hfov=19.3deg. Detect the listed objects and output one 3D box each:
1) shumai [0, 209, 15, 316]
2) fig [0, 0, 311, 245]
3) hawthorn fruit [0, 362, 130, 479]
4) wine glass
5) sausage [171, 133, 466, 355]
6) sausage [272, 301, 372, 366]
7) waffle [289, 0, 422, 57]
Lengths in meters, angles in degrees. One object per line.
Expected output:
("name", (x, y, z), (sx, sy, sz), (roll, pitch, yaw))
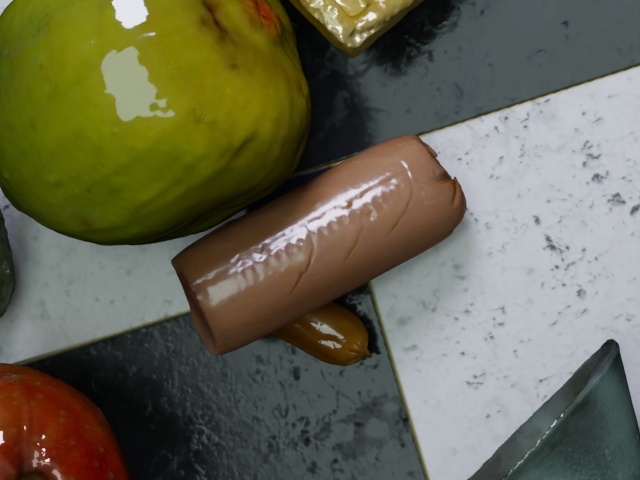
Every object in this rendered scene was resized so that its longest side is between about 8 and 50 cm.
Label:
("shumai", (-0.464, 0.000, 1.995), (0.222, 0.260, 0.225), (6, 87, 50))
("fig", (-0.187, -0.141, 1.862), (0.343, 0.343, 0.343), (0, 90, 12))
("hawthorn fruit", (-0.312, 0.266, 1.927), (0.284, 0.284, 0.284), (0, 90, 12))
("wine glass", (0.332, 0.324, 1.792), (0.406, 0.267, 0.267), (43, 98, 6))
("sausage", (0.001, -0.001, 1.899), (0.304, 0.121, 0.121), (-28, 84, -7))
("sausage", (-0.025, 0.076, 1.963), (0.183, 0.054, 0.062), (29, 66, 13))
("waffle", (0.041, -0.329, 1.900), (0.248, 0.055, 0.221), (-40, 80, -18))
